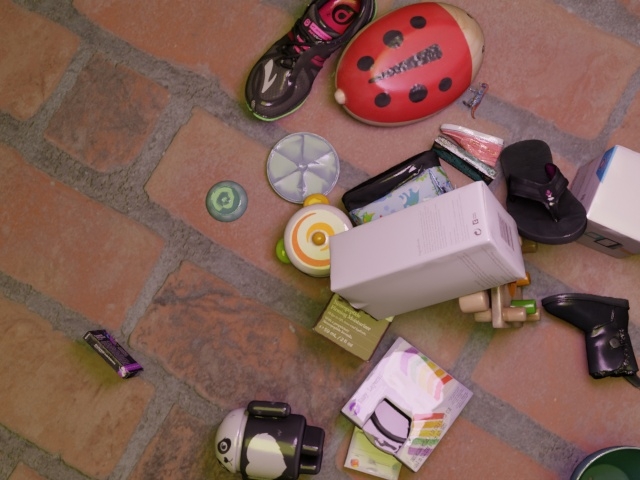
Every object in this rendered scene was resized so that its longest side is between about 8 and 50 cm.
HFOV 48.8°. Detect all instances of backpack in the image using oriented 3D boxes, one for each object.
[{"bbox_3d":[0.251,-0.017,1.830,0.290,0.273,0.355,-26,98,11],"label":"backpack"}]

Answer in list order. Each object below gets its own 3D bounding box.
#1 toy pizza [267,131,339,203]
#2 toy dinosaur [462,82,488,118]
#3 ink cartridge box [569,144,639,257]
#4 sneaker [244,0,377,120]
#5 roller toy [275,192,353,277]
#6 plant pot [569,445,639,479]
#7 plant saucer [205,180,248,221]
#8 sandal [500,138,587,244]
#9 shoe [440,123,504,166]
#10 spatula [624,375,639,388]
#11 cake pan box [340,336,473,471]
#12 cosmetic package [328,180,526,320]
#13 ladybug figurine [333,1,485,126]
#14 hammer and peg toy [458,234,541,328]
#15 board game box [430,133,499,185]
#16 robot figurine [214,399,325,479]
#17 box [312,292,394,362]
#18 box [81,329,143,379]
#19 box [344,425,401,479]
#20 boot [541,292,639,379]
[{"bbox_3d":[-0.048,-0.200,1.961,0.202,0.032,0.201,0,84,2],"label":"toy pizza"},{"bbox_3d":[0.438,-0.400,1.966,0.082,0.047,0.090,-30,116,-9],"label":"toy dinosaur"},{"bbox_3d":[0.751,-0.089,1.789,0.197,0.270,0.198,24,86,4],"label":"ink cartridge box"},{"bbox_3d":[-0.039,-0.536,1.912,0.185,0.202,0.482,39,87,7],"label":"sneaker"},{"bbox_3d":[0.000,0.000,1.878,0.191,0.146,0.209,34,86,5],"label":"roller toy"},{"bbox_3d":[0.736,0.640,1.745,0.291,0.195,0.289,0,84,3],"label":"plant pot"},{"bbox_3d":[-0.263,-0.111,1.967,0.120,0.021,0.119,0,83,3],"label":"plant saucer"},{"bbox_3d":[0.527,-0.144,1.748,0.168,0.445,0.107,-16,125,10],"label":"sandal"},{"bbox_3d":[0.404,-0.260,1.929,0.178,0.063,0.081,19,96,13],"label":"shoe"},{"bbox_3d":[0.858,0.392,1.849,0.296,0.030,0.084,39,75,8],"label":"spatula"},{"bbox_3d":[0.218,0.425,1.827,0.246,0.070,0.267,38,74,14],"label":"cake pan box"},{"bbox_3d":[0.231,0.036,1.578,0.385,0.217,0.156,-18,56,28],"label":"cosmetic package"},{"bbox_3d":[0.245,-0.470,1.883,0.450,0.162,0.305,-29,99,-4],"label":"ladybug figurine"},{"bbox_3d":[0.451,0.085,1.746,0.128,0.361,0.265,-4,82,27],"label":"hammer and peg toy"},{"bbox_3d":[0.382,-0.212,1.893,0.186,0.126,0.026,34,87,6],"label":"board game box"},{"bbox_3d":[-0.132,0.525,1.812,0.279,0.173,0.208,7,71,3],"label":"robot figurine"},{"bbox_3d":[0.102,0.188,1.842,0.169,0.167,0.203,30,86,6],"label":"box"},{"bbox_3d":[-0.554,0.303,1.888,0.162,0.116,0.029,44,89,7],"label":"box"},{"bbox_3d":[0.156,0.524,1.867,0.145,0.038,0.186,15,84,4],"label":"box"},{"bbox_3d":[0.694,0.247,1.813,0.247,0.094,0.207,6,69,-11],"label":"boot"}]
